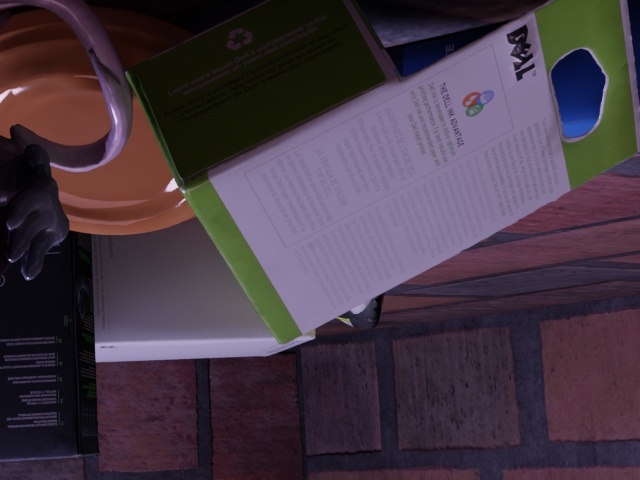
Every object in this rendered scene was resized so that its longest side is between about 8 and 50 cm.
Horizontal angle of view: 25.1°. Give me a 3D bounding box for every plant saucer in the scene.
[{"bbox_3d":[-0.137,-0.063,0.887,0.200,0.037,0.200,2,144,1],"label":"plant saucer"}]

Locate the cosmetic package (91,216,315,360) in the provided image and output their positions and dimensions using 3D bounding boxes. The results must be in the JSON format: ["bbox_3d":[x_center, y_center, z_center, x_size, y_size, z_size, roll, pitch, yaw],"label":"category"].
[{"bbox_3d":[-0.208,0.055,1.637,0.366,0.155,0.197,0,169,-19],"label":"cosmetic package"}]

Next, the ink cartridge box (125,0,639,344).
[{"bbox_3d":[0.047,-0.070,0.829,0.255,0.097,0.189,-28,146,0],"label":"ink cartridge box"}]

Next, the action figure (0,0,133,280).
[{"bbox_3d":[-0.327,-0.078,0.738,0.370,0.248,0.275,7,-140,23],"label":"action figure"}]

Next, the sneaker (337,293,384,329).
[{"bbox_3d":[0.000,0.000,1.483,0.147,0.145,0.384,9,167,9],"label":"sneaker"}]

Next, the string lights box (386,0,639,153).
[{"bbox_3d":[0.149,-0.094,0.955,0.260,0.076,0.133,-8,171,32],"label":"string lights box"}]

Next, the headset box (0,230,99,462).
[{"bbox_3d":[-0.349,0.098,1.411,0.246,0.283,0.131,-4,172,-1],"label":"headset box"}]
